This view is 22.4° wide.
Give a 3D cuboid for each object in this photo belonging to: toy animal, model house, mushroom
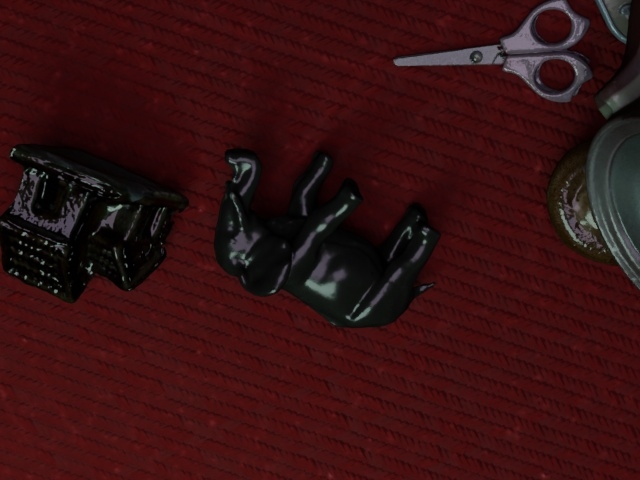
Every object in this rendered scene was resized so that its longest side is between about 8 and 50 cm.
[{"bbox_3d":[-0.001,0.001,1.554,0.245,0.114,0.146,33,106,-5],"label":"toy animal"},{"bbox_3d":[-0.232,-0.006,1.578,0.165,0.106,0.152,24,105,3],"label":"model house"},{"bbox_3d":[0.276,-0.036,1.535,0.109,0.085,0.126,10,115,39],"label":"mushroom"}]

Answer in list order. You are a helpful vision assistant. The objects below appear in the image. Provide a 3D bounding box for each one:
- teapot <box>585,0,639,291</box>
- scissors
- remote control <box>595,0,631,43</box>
[{"bbox_3d":[0.394,-0.115,1.420,0.312,0.233,0.315,-35,86,-25],"label":"teapot"},{"bbox_3d":[0.163,-0.177,1.540,0.189,0.015,0.100,-3,105,8],"label":"scissors"},{"bbox_3d":[0.266,-0.290,1.479,0.087,0.047,0.244,-25,103,15],"label":"remote control"}]
